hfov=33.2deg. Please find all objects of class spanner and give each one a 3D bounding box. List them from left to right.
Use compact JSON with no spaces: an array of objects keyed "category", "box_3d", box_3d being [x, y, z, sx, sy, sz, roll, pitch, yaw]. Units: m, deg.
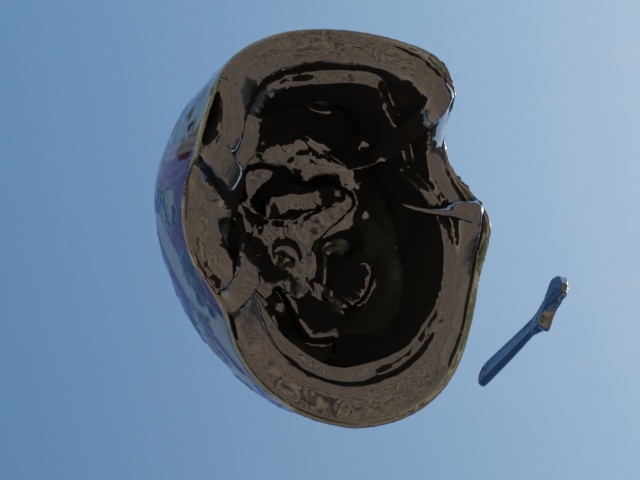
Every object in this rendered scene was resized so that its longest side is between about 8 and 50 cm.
[{"category":"spanner","box_3d":[0.191,0.091,1.026,0.012,0.208,0.046,20,-122,-3]}]

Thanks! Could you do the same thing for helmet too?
[{"category":"helmet","box_3d":[-0.011,-0.006,0.505,0.153,0.107,0.177,-17,-81,-36]}]
